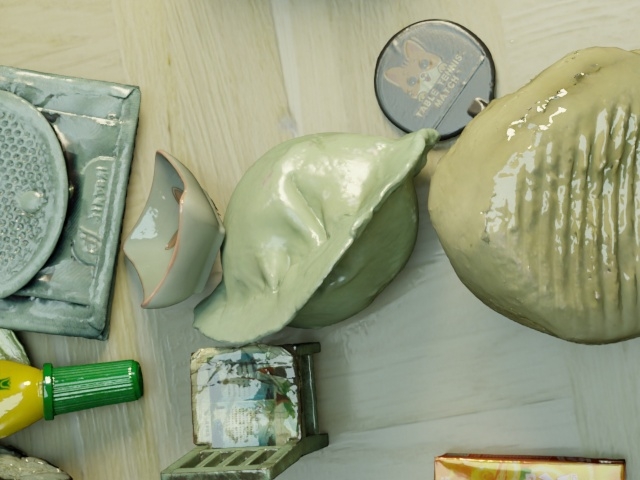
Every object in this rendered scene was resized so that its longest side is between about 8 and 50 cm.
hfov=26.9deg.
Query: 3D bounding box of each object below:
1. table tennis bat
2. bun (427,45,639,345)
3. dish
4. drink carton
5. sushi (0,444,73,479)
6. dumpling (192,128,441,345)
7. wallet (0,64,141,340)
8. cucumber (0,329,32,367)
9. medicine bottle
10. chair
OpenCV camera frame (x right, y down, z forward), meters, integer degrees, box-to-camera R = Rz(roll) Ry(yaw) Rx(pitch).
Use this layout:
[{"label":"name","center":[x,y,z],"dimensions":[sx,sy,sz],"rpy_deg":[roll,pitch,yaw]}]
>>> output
[{"label":"table tennis bat","center":[0.173,-0.177,1.658],"dimensions":[0.236,0.027,0.150],"rpy_deg":[36,96,15]},{"label":"bun","center":[0.307,-0.046,1.512],"dimensions":[0.362,0.234,0.326],"rpy_deg":[-28,98,-8]},{"label":"dish","center":[-0.177,-0.009,1.659],"dimensions":[0.077,0.212,0.151],"rpy_deg":[16,106,-21]},{"label":"drink carton","center":[0.250,0.304,1.590],"dimensions":[0.222,0.071,0.096],"rpy_deg":[1,86,14]},{"label":"sushi","center":[-0.414,0.334,1.707],"dimensions":[0.225,0.124,0.127],"rpy_deg":[12,95,41]},{"label":"dumpling","center":[0.012,-0.005,1.606],"dimensions":[0.270,0.211,0.321],"rpy_deg":[31,106,50]},{"label":"wallet","center":[-0.371,-0.051,1.736],"dimensions":[0.237,0.075,0.342],"rpy_deg":[9,90,-3]},{"label":"cucumber","center":[-0.422,0.152,1.785],"dimensions":[0.067,0.035,0.107],"rpy_deg":[-34,89,5]},{"label":"medicine bottle","center":[-0.383,0.200,1.727],"dimensions":[0.308,0.076,0.111],"rpy_deg":[-9,61,2]},{"label":"chair","center":[-0.088,0.194,1.579],"dimensions":[0.136,0.270,0.147],"rpy_deg":[-5,87,15]}]
